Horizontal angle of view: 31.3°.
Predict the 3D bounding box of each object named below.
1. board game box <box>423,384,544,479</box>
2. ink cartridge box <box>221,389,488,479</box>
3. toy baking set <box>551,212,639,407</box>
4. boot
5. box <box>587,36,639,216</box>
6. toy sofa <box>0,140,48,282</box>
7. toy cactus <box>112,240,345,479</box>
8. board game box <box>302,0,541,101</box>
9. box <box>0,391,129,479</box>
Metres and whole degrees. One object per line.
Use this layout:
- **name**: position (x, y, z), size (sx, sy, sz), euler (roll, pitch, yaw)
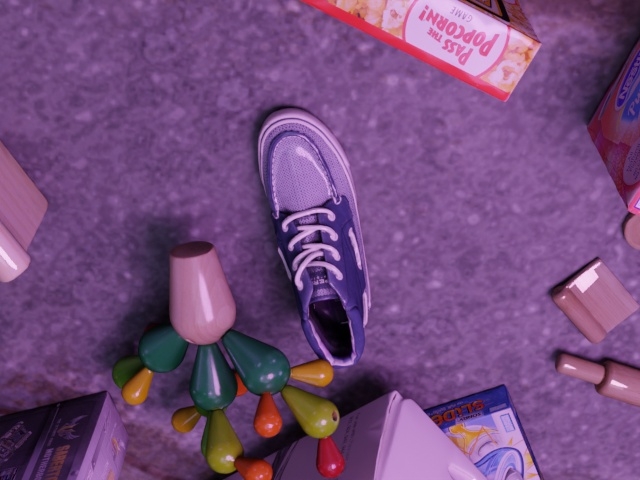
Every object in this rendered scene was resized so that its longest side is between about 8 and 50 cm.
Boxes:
- **board game box**: position (0.132, 0.232, 1.002), size (0.136, 0.035, 0.201), euler (-20, 116, 11)
- **ink cartridge box**: position (0.014, 0.274, 0.950), size (0.273, 0.115, 0.198), euler (-33, 110, 30)
- **toy baking set**: position (0.316, 0.065, 0.911), size (0.256, 0.030, 0.197), euler (22, 117, -11)
- **boot**: position (0.000, 0.000, 0.849), size (0.069, 0.086, 0.190), euler (-15, 117, 9)
- **box**: position (0.358, -0.059, 0.779), size (0.300, 0.142, 0.154), euler (20, 117, -10)
- **toy sofa**: position (-0.392, 0.035, 0.826), size (0.362, 0.177, 0.150), euler (-28, 114, 14)
- **toy cactus**: position (-0.074, 0.087, 0.867), size (0.219, 0.112, 0.181), euler (15, 121, 44)
- **board game box**: position (0.037, -0.172, 0.721), size (0.193, 0.147, 0.045), euler (24, 116, -11)
- **box**: position (-0.262, 0.220, 0.893), size (0.183, 0.231, 0.056), euler (-14, 114, 7)
